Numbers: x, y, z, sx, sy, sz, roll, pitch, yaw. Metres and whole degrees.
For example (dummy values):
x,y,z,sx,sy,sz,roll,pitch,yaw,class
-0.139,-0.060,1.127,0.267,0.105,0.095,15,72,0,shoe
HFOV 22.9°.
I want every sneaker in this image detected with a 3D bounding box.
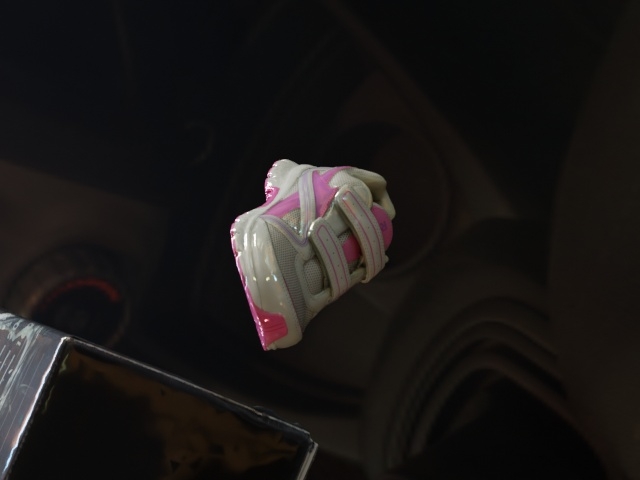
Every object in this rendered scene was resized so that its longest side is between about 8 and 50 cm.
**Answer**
x,y,z,sx,sy,sz,roll,pitch,yaw,class
0.000,0.000,1.325,0.111,0.252,0.103,-7,120,17,sneaker

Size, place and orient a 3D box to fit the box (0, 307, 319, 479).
x,y,z,sx,sy,sz,roll,pitch,yaw,class
-0.294,0.345,1.688,0.480,0.297,0.472,-68,21,-7,box
